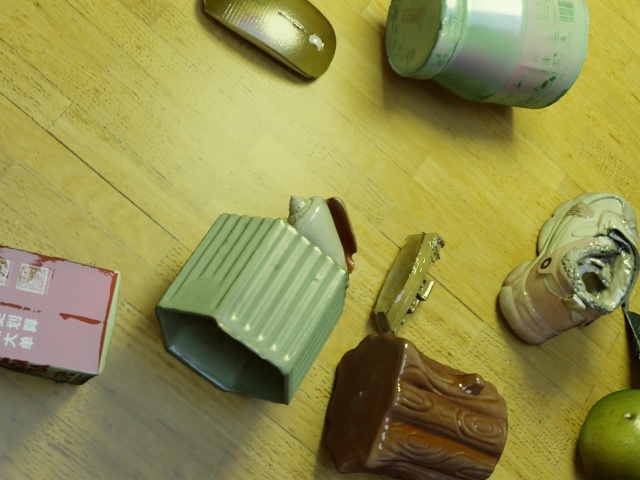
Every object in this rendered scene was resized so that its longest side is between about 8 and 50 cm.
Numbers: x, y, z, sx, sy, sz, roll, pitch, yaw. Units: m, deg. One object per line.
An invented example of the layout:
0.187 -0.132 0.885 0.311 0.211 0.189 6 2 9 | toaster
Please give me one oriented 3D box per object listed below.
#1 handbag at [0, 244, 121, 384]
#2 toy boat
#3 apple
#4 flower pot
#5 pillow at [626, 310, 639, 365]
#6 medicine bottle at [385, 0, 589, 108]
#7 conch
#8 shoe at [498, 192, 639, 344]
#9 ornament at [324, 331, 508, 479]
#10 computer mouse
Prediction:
-0.420 0.091 1.187 0.298 0.171 0.151 12 73 -19 | handbag
0.149 0.073 1.534 0.072 0.064 0.206 44 61 -29 | toy boat
0.542 0.352 1.589 0.196 0.157 0.196 12 67 -32 | apple
-0.094 0.097 1.318 0.209 0.239 0.190 55 53 -37 | flower pot
0.621 0.221 1.685 0.141 0.055 0.208 36 29 -13 | pillow
0.283 -0.366 1.630 0.289 0.245 0.245 4 73 -23 | medicine bottle
0.008 -0.005 1.467 0.176 0.094 0.104 44 36 -12 | conch
0.483 0.038 1.629 0.172 0.198 0.351 47 62 -9 | shoe
0.150 0.261 1.398 0.217 0.221 0.235 24 22 -22 | ornament
-0.078 -0.369 1.557 0.245 0.056 0.126 32 64 -16 | computer mouse
